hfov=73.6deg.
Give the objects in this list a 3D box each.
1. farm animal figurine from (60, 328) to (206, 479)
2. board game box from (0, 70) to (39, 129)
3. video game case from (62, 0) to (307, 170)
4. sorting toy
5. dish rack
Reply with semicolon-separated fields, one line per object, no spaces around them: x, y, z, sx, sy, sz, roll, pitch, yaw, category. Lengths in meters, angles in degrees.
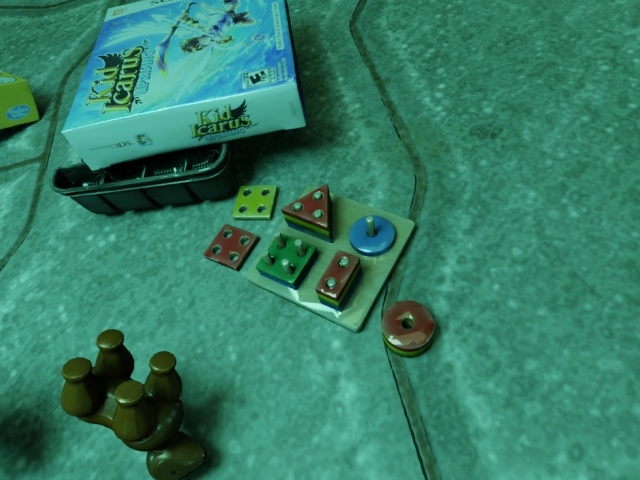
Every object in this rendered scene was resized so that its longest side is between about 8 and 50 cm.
-0.203;0.223;0.235;0.327;0.172;0.330;4;33;-12;farm animal figurine
-0.628;-0.188;0.602;0.242;0.064;0.316;22;38;24;board game box
-0.153;-0.220;0.520;0.245;0.061;0.269;-12;53;4;video game case
0.000;0.000;0.435;0.275;0.046;0.132;22;64;24;sorting toy
-0.202;-0.155;0.563;0.209;0.074;0.271;-6;55;6;dish rack
